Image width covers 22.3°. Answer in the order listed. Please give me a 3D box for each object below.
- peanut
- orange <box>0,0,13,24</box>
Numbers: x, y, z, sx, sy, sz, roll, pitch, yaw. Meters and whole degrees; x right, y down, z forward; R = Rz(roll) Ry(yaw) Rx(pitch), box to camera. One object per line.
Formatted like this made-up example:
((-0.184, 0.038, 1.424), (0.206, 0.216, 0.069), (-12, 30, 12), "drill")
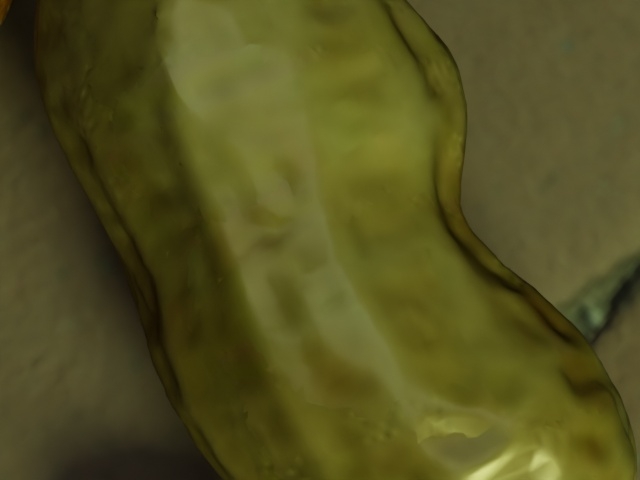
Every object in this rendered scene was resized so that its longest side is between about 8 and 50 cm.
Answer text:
((0.000, 0.000, 0.582), (0.147, 0.147, 0.306), (-23, 78, -8), "peanut")
((-0.219, -0.130, 0.598), (0.224, 0.170, 0.224), (1, 78, -3), "orange")
